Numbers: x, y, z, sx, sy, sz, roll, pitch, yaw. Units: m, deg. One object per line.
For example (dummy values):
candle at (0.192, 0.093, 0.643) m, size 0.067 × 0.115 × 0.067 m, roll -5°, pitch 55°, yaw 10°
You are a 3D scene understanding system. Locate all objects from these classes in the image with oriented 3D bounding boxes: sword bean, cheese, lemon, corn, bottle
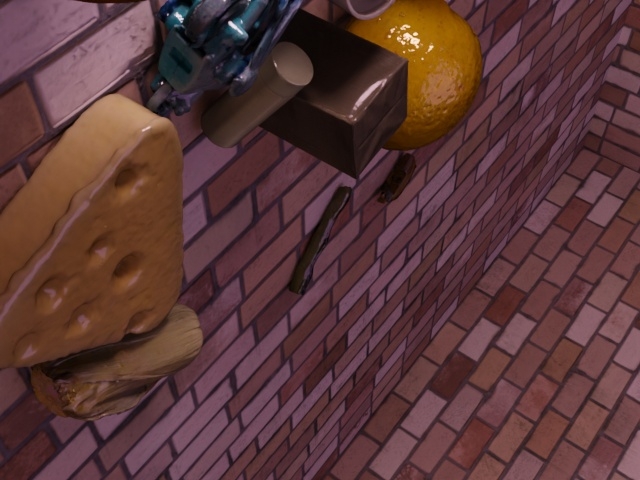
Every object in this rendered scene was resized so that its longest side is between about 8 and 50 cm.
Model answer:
sword bean at (0.000, -0.001, 1.865) m, size 0.043 × 0.038 × 0.269 m, roll 14°, pitch 104°, yaw -61°
cheese at (-0.332, 0.032, 1.120) m, size 0.384 × 0.104 × 0.384 m, roll -47°, pitch 155°, yaw -30°
lemon at (0.152, -0.302, 1.509) m, size 0.293 × 0.293 × 0.293 m, roll -46°, pitch 154°, yaw -30°
corn at (-0.311, 0.183, 1.326) m, size 0.305 × 0.122 × 0.123 m, roll -25°, pitch 139°, yaw -51°
bottle at (-0.095, -0.208, 1.227) m, size 0.072 × 0.072 × 0.201 m, roll -37°, pitch -176°, yaw -43°

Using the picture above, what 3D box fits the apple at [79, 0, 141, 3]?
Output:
apple at (-0.177, -0.363, 0.699) m, size 0.339 × 0.340 × 0.339 m, roll -46°, pitch 154°, yaw -30°

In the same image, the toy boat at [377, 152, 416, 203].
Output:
toy boat at (0.185, -0.148, 2.060) m, size 0.149 × 0.047 × 0.049 m, roll -56°, pitch 144°, yaw -15°

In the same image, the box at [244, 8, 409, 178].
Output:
box at (0.002, -0.233, 1.323) m, size 0.149 × 0.231 × 0.155 m, roll -51°, pitch 157°, yaw -21°

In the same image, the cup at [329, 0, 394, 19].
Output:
cup at (0.015, -0.439, 1.106) m, size 0.185 × 0.226 × 0.241 m, roll -34°, pitch 146°, yaw -44°

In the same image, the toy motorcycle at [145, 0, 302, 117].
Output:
toy motorcycle at (-0.131, -0.269, 1.115) m, size 0.206 × 0.154 × 0.260 m, roll -47°, pitch -178°, yaw -37°
